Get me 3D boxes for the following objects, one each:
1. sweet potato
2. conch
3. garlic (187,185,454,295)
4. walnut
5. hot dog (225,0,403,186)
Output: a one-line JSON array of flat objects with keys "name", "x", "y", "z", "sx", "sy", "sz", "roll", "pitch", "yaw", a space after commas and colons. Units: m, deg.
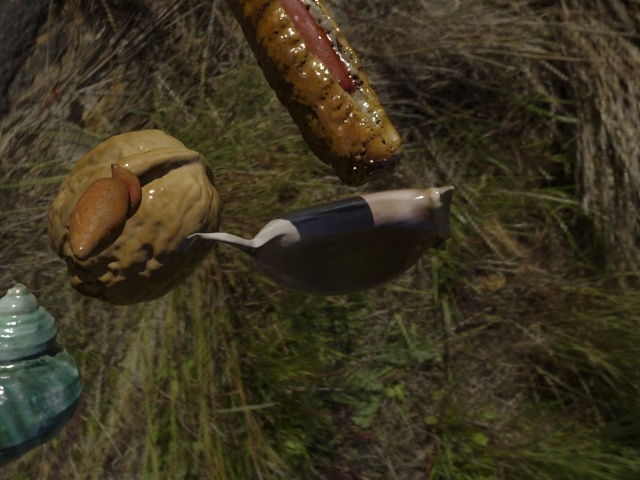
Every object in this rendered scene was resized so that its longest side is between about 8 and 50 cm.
[{"name": "sweet potato", "x": -0.214, "y": -0.033, "z": 0.860, "sx": 0.055, "sy": 0.202, "sz": 0.058, "roll": 43, "pitch": 106, "yaw": -14}, {"name": "conch", "x": -0.453, "y": 0.201, "z": 1.242, "sx": 0.220, "sy": 0.195, "sz": 0.277, "roll": 14, "pitch": 86, "yaw": -32}, {"name": "garlic", "x": -0.004, "y": 0.003, "z": 0.894, "sx": 0.266, "sy": 0.128, "sz": 0.148, "roll": -16, "pitch": 130, "yaw": -14}, {"name": "walnut", "x": -0.254, "y": -0.034, "z": 1.205, "sx": 0.257, "sy": 0.257, "sz": 0.224, "roll": -24, "pitch": 65, "yaw": -24}, {"name": "hot dog", "x": -0.027, "y": -0.175, "z": 0.760, "sx": 0.068, "sy": 0.083, "sz": 0.289, "roll": -31, "pitch": 86, "yaw": -45}]
